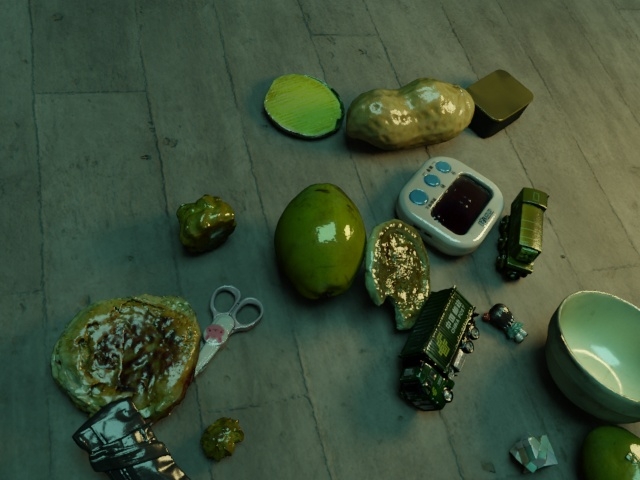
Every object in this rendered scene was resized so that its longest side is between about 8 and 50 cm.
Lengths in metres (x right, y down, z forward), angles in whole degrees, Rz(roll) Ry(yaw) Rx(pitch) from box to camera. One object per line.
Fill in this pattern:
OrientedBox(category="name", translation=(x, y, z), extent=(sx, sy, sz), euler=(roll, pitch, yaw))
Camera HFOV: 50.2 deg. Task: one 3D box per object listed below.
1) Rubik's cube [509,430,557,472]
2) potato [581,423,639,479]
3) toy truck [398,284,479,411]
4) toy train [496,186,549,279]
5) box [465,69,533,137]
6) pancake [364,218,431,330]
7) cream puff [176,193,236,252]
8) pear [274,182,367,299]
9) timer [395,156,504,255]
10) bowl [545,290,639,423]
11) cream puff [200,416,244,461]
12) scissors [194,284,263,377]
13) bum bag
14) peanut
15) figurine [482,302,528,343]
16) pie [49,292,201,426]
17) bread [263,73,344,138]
OrientedBox(category="Rubik's cube", translation=(0.435, 0.440, 1.415), extent=(0.073, 0.075, 0.084), euler=(3, 40, -33))
OrientedBox(category="potato", translation=(0.637, 0.496, 1.391), extent=(0.186, 0.149, 0.253), euler=(-18, 64, -22))
OrientedBox(category="toy truck", translation=(0.256, 0.236, 1.477), extent=(0.121, 0.088, 0.259), euler=(45, 53, -16))
OrientedBox(category="toy train", translation=(0.503, -0.013, 1.701), extent=(0.090, 0.137, 0.226), euler=(18, 53, -3))
OrientedBox(category="box", translation=(0.503, -0.395, 1.985), extent=(0.201, 0.090, 0.144), euler=(-35, 72, -31))
OrientedBox(category="pancake", translation=(0.179, 0.070, 1.531), extent=(0.253, 0.037, 0.254), euler=(15, 70, -46))
OrientedBox(category="cream puff", translation=(-0.260, -0.048, 1.514), extent=(0.146, 0.146, 0.116), euler=(-22, 64, -27))
OrientedBox(category="pear", translation=(0.000, 0.000, 1.508), extent=(0.212, 0.212, 0.269), euler=(3, 64, -14))
OrientedBox(category="timer", translation=(0.325, -0.086, 1.731), extent=(0.237, 0.087, 0.262), euler=(36, 56, 10))
OrientedBox(category="bowl", translation=(0.632, 0.273, 1.510), extent=(0.306, 0.163, 0.307), euler=(9, 43, -9))
OrientedBox(category="cream puff", translation=(-0.187, 0.373, 1.298), extent=(0.083, 0.058, 0.083), euler=(-11, 59, -20))
OrientedBox(category="scissors", translation=(-0.219, 0.199, 1.423), extent=(0.118, 0.031, 0.242), euler=(28, 55, 8))
OrientedBox(category="bum bag", translation=(-0.325, 0.404, 1.217), extent=(0.123, 0.060, 0.248), euler=(-36, 93, -26))
OrientedBox(category="peanut", translation=(0.242, -0.335, 1.811), extent=(0.386, 0.192, 0.170), euler=(-13, 69, -23))
OrientedBox(category="figurine", translation=(0.435, 0.196, 1.602), extent=(0.060, 0.047, 0.106), euler=(-45, 82, 3))
OrientedBox(category="pie", translation=(-0.377, 0.222, 1.328), extent=(0.307, 0.086, 0.309), euler=(6, 58, -9))
OrientedBox(category="bread", translation=(-0.045, -0.361, 1.846), extent=(0.228, 0.033, 0.229), euler=(7, 57, -11))
